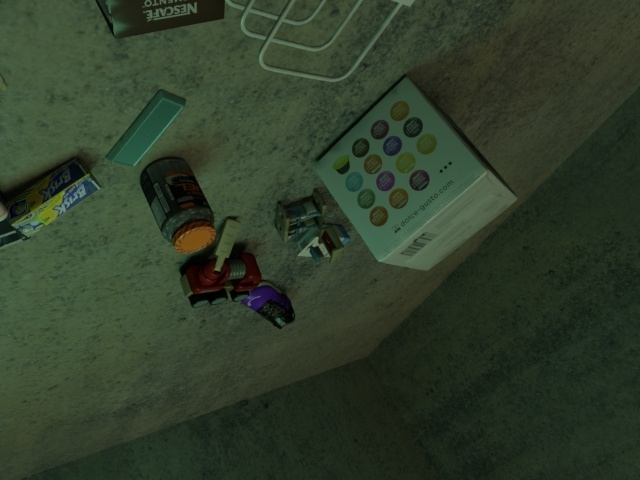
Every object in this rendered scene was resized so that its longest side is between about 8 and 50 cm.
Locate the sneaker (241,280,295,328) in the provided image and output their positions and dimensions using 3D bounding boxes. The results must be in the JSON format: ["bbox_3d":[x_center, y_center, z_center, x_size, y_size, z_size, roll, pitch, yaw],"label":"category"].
[{"bbox_3d":[-0.167,0.238,1.995,0.102,0.146,0.293,-37,155,13],"label":"sneaker"}]

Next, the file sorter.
[{"bbox_3d":[-0.039,-0.395,0.818,0.193,0.277,0.173,-5,149,-43],"label":"file sorter"}]

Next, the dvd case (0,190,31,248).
[{"bbox_3d":[-0.706,-0.014,1.074,0.239,0.029,0.179,-22,154,-16],"label":"dvd case"}]

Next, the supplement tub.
[{"bbox_3d":[-0.302,-0.073,1.216,0.117,0.190,0.117,-25,155,-13],"label":"supplement tub"}]

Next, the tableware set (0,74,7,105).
[{"bbox_3d":[-0.538,-0.253,0.802,0.128,0.039,0.194,-22,154,-17],"label":"tableware set"}]

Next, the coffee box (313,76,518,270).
[{"bbox_3d":[0.257,-0.157,1.507,0.338,0.334,0.338,-42,155,20],"label":"coffee box"}]

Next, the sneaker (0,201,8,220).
[{"bbox_3d":[-0.635,-0.046,1.001,0.134,0.051,0.070,-26,152,-19],"label":"sneaker"}]

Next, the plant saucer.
[{"bbox_3d":[-0.343,-0.214,1.117,0.192,0.018,0.067,-43,153,22],"label":"plant saucer"}]

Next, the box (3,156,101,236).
[{"bbox_3d":[-0.516,-0.084,1.091,0.169,0.054,0.059,-38,157,-11],"label":"box"}]

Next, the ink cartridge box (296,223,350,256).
[{"bbox_3d":[0.000,0.000,1.839,0.104,0.060,0.180,-44,152,28],"label":"ink cartridge box"}]

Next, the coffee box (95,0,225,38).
[{"bbox_3d":[-0.228,-0.369,0.682,0.141,0.246,0.098,-20,153,-21],"label":"coffee box"}]

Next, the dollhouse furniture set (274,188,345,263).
[{"bbox_3d":[-0.030,-0.026,1.611,0.129,0.183,0.129,-21,153,-19],"label":"dollhouse furniture set"}]

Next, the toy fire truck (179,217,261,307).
[{"bbox_3d":[-0.257,0.062,1.604,0.217,0.158,0.246,-3,154,-44],"label":"toy fire truck"}]
